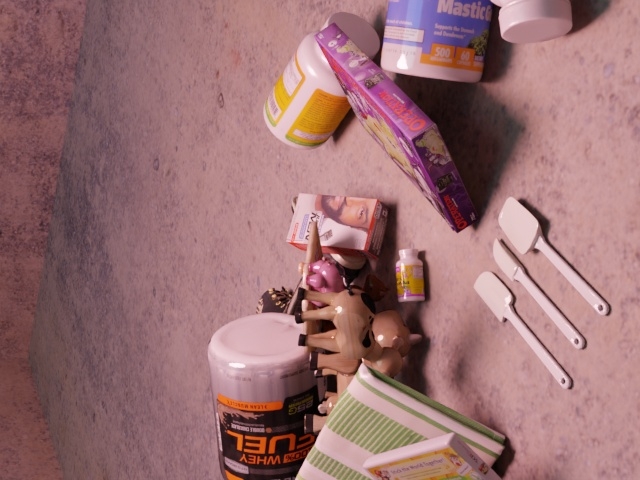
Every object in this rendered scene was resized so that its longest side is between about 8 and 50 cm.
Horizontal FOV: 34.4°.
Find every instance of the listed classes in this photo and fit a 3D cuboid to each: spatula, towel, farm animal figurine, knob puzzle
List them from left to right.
[{"bbox_3d":[-0.021,0.096,1.683,0.213,0.030,0.213,2,-90,-82],"label":"knob puzzle"},{"bbox_3d":[0.069,0.186,1.609,0.330,0.172,0.326,-12,-76,-81],"label":"farm animal figurine"},{"bbox_3d":[0.105,0.350,1.544,0.325,0.248,0.038,-66,-6,35],"label":"towel"},{"bbox_3d":[0.290,0.069,1.394,0.242,0.019,0.168,57,135,47],"label":"spatula"}]

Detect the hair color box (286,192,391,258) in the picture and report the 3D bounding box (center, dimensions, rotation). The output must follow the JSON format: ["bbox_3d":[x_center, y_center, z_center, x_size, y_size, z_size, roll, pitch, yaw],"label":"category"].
[{"bbox_3d":[0.030,-0.026,1.761,0.167,0.053,0.093,6,75,36],"label":"hair color box"}]

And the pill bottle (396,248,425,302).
[{"bbox_3d":[0.142,0.056,1.644,0.043,0.043,0.083,-19,72,60],"label":"pill bottle"}]

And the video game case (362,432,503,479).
[{"bbox_3d":[0.187,0.359,1.427,0.206,0.026,0.227,45,147,-6],"label":"video game case"}]

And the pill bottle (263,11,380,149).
[{"bbox_3d":[0.005,-0.283,1.822,0.245,0.136,0.136,-51,45,48],"label":"pill bottle"}]

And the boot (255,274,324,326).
[{"bbox_3d":[-0.057,0.122,1.974,0.178,0.085,0.236,52,132,54],"label":"boot"}]

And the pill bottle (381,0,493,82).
[{"bbox_3d":[0.178,-0.371,1.487,0.152,0.152,0.272,28,113,59],"label":"pill bottle"}]

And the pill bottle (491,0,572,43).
[{"bbox_3d":[0.271,-0.377,1.343,0.124,0.124,0.221,-22,69,60],"label":"pill bottle"}]

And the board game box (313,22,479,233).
[{"bbox_3d":[0.112,-0.178,1.581,0.347,0.056,0.208,55,175,48],"label":"board game box"}]

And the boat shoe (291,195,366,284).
[{"bbox_3d":[0.000,0.000,1.873,0.233,0.084,0.079,56,135,43],"label":"boat shoe"}]

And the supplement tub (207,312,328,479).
[{"bbox_3d":[-0.086,0.317,1.845,0.207,0.207,0.338,35,134,57],"label":"supplement tub"}]
